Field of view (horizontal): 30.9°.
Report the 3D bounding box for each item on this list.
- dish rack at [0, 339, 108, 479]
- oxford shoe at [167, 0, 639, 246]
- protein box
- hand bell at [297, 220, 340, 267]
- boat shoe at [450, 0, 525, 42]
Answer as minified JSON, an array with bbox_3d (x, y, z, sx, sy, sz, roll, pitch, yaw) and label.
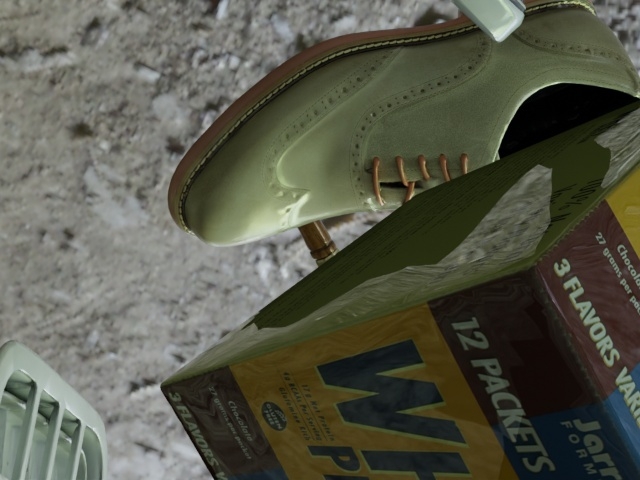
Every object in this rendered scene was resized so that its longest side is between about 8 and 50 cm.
[{"bbox_3d":[-0.213,0.252,0.746,0.072,0.333,0.285,0,159,3],"label":"dish rack"},{"bbox_3d":[0.072,-0.084,0.921,0.397,0.147,0.140,-27,144,-5],"label":"oxford shoe"},{"bbox_3d":[0.087,0.049,0.469,0.201,0.200,0.136,-23,99,47],"label":"protein box"},{"bbox_3d":[0.000,0.000,1.102,0.126,0.126,0.242,-16,112,31],"label":"hand bell"},{"bbox_3d":[0.060,-0.274,0.760,0.102,0.108,0.301,-36,95,10],"label":"boat shoe"}]
